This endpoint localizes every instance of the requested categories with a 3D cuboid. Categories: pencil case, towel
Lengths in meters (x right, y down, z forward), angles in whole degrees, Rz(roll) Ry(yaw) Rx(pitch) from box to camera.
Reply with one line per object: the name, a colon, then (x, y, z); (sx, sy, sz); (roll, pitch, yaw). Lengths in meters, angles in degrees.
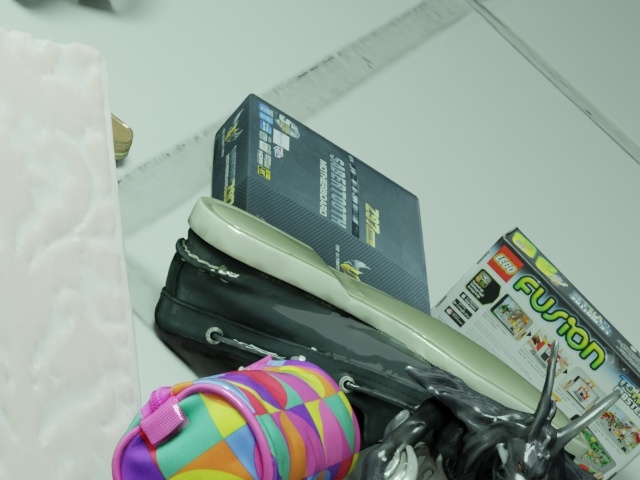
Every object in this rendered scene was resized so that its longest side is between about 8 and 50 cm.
pencil case: (-0.046, 0.124, 1.096); (0.104, 0.104, 0.236); (46, 8, 8)
towel: (-0.237, 0.025, 0.985); (0.332, 0.053, 0.316); (6, 72, -48)

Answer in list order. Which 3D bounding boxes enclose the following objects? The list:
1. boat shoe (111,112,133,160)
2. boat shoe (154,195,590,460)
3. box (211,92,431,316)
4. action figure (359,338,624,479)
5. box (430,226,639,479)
boat shoe: (-0.196, -0.107, 1.374); (0.135, 0.045, 0.050); (28, 30, -25)
boat shoe: (0.032, 0.098, 1.303); (0.340, 0.113, 0.127); (30, 8, -17)
box: (0.000, 0.000, 1.459); (0.183, 0.059, 0.232); (32, 29, -20)
action figure: (0.064, 0.183, 1.038); (0.164, 0.275, 0.141); (33, 31, -17)
box: (0.194, 0.102, 1.504); (0.207, 0.114, 0.036); (47, 27, 9)
